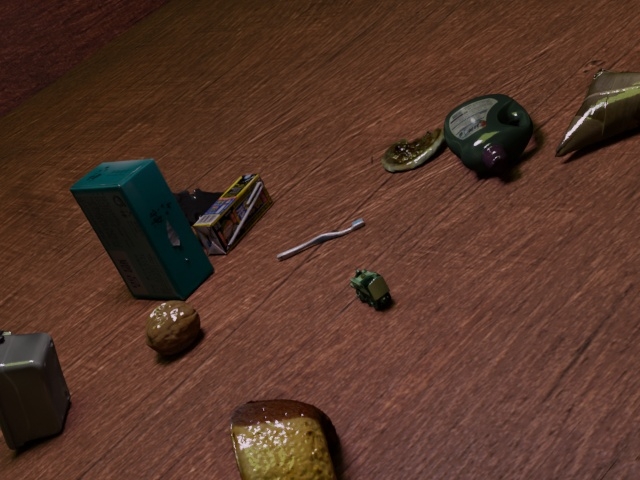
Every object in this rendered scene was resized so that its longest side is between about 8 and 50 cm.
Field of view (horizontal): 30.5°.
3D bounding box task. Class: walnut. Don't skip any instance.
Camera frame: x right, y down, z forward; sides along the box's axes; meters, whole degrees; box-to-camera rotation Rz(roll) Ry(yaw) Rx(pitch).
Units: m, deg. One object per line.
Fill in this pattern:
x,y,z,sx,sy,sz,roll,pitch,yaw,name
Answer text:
-0.240,0.140,1.890,0.096,0.082,0.079,-35,-2,-14,walnut

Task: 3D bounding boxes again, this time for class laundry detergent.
0.288,-0.173,1.955,0.144,0.078,0.221,-22,25,3,laundry detergent

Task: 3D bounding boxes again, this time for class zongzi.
0.467,-0.191,1.823,0.160,0.078,0.176,5,50,49,zongzi

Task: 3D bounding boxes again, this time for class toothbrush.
0.000,0.000,1.990,0.162,0.014,0.017,-24,39,8,toothbrush

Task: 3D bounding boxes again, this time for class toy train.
0.072,0.068,1.739,0.033,0.053,0.083,-35,27,-15,toy train

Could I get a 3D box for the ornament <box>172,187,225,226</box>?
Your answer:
-0.297,-0.037,2.258,0.202,0.080,0.236,-3,-14,-40,ornament

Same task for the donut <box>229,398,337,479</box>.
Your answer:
-0.037,0.254,1.397,0.112,0.151,0.295,-16,25,1,donut

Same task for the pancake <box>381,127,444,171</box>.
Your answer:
0.168,-0.162,2.122,0.130,0.022,0.116,-21,25,24,pancake

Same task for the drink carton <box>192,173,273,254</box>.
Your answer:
-0.158,-0.050,2.173,0.056,0.071,0.165,0,37,39,drink carton

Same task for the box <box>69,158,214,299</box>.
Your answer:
-0.311,-0.018,2.062,0.153,0.244,0.092,1,35,44,box

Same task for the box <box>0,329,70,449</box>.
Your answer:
-0.456,0.229,1.844,0.093,0.172,0.124,-9,28,3,box
